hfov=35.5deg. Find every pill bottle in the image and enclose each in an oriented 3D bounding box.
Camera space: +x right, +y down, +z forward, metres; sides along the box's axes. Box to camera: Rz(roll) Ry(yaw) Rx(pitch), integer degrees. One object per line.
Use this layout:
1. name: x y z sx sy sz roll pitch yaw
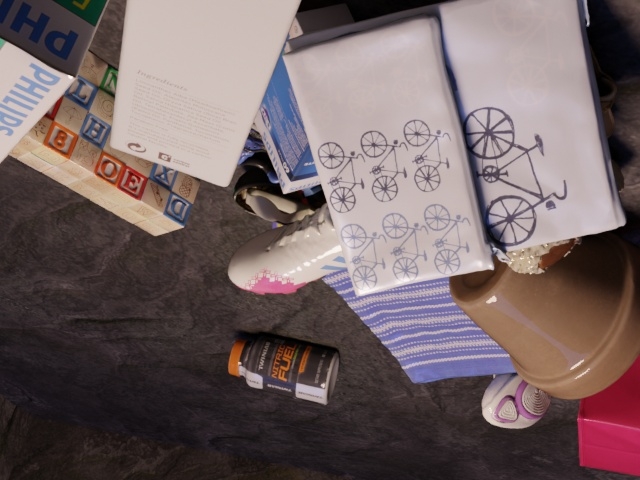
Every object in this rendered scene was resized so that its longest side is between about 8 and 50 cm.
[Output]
1. pill bottle: -0.089 0.298 2.339 0.246 0.130 0.130 11 154 10

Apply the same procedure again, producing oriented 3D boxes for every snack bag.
1. snack bag: 0.160 -0.112 1.139 0.343 0.037 0.323 -12 108 12

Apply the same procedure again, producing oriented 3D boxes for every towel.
1. towel: 0.171 0.128 1.637 0.243 0.040 0.336 -11 135 38

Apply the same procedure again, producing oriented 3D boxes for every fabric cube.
1. fabric cube: 0.589 0.258 1.705 0.258 0.254 0.259 6 153 19

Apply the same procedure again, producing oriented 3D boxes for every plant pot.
1. plant pot: 0.323 0.072 1.470 0.229 0.263 0.263 28 152 -25

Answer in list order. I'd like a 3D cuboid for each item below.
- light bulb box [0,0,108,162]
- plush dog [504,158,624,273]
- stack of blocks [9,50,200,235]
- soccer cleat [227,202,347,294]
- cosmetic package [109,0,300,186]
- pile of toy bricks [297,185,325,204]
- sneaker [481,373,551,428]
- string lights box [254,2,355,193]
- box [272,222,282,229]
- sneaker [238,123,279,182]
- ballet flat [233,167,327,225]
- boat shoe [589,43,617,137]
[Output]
1. light bulb box: -0.341 -0.295 1.014 0.225 0.361 0.358 28 152 -24
2. plush dog: 0.241 -0.072 1.331 0.225 0.262 0.210 -27 99 43
3. stack of blocks: -0.320 -0.153 1.514 0.297 0.171 0.087 33 150 -33
4. soccer cleat: 0.010 -0.011 1.454 0.331 0.116 0.143 -10 140 13
5. cosmetic package: -0.107 -0.267 1.088 0.162 0.230 0.453 19 155 -7
6. pile of toy bricks: 0.025 -0.129 1.464 0.105 0.118 0.212 64 154 -6
7. sneaker: 0.353 0.235 1.790 0.152 0.305 0.114 6 118 38
8. string lights box: -0.011 -0.177 1.306 0.077 0.133 0.259 -17 165 -22
9. box: 0.000 0.000 1.713 0.179 0.043 0.105 34 157 11
10. sneaker: -0.119 -0.160 1.476 0.221 0.087 0.083 26 152 -20
11. ballet flat: -0.017 -0.035 1.591 0.281 0.096 0.095 19 118 18
12. boat shoe: 0.325 -0.176 1.202 0.059 0.063 0.170 2 151 40
